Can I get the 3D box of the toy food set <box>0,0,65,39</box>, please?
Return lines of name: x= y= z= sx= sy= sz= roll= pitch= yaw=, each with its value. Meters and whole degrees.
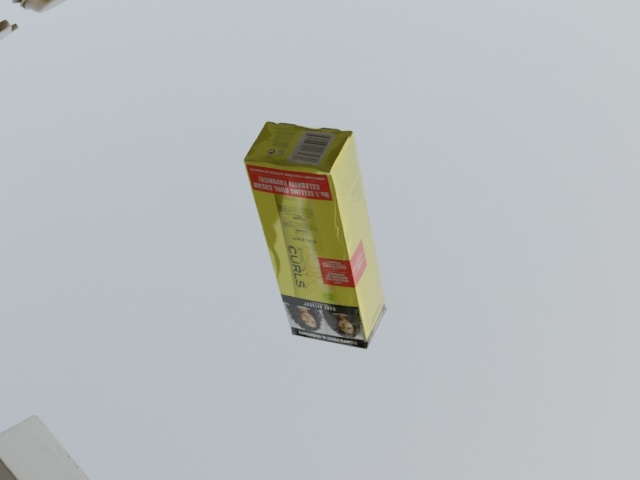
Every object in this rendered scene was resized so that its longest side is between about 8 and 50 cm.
toy food set: x=-0.183 y=-0.218 z=0.833 sx=0.192 sy=0.132 sz=0.039 roll=-35 pitch=-76 yaw=-8

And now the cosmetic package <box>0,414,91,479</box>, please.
cosmetic package: x=-0.348 y=0.302 z=1.062 sx=0.224 sy=0.224 sz=0.138 roll=-40 pitch=-89 yaw=-5

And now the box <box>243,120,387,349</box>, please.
box: x=0.000 y=0.000 z=0.991 sx=0.087 sy=0.232 sz=0.058 roll=10 pitch=-132 yaw=20
